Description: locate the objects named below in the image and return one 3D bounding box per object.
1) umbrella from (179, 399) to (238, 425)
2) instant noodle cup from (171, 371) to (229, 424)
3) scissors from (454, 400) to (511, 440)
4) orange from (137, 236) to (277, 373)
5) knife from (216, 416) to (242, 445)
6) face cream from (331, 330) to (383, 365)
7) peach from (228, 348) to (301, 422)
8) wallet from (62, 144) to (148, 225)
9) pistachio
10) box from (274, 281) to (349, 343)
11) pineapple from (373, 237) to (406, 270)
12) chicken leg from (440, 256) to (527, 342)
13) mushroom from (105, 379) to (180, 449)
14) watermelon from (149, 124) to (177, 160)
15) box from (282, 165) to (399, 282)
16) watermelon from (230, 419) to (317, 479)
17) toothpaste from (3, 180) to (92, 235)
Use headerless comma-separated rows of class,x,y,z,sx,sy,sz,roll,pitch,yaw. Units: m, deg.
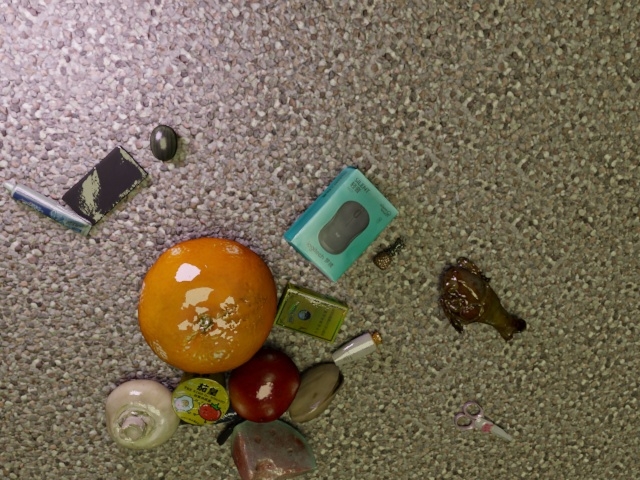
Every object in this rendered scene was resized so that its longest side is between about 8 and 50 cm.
umbrella,-0.402,0.607,1.975,0.249,0.071,0.070,-14,109,1
instant noodle cup,-0.388,0.488,1.890,0.182,0.144,0.182,-2,111,-6
scissors,0.621,0.695,2.163,0.242,0.030,0.118,31,102,-14
orange,-0.332,0.201,1.712,0.424,0.326,0.423,-3,107,-9
knife,-0.286,0.629,1.993,0.028,0.060,0.230,44,115,13
face cream,0.128,0.371,1.977,0.182,0.051,0.072,-26,105,0
peach,-0.181,0.471,1.872,0.244,0.199,0.243,-4,70,10
wallet,-0.640,-0.162,1.709,0.244,0.025,0.124,-40,107,8
pistachio,-0.017,0.518,1.961,0.238,0.153,0.137,-45,122,-25
box,-0.034,0.241,1.907,0.220,0.064,0.140,22,104,-13
pineapple,0.230,0.040,1.894,0.124,0.058,0.058,-47,108,-7
chicken leg,0.538,0.241,1.950,0.211,0.140,0.361,-43,105,-2
mushroom,-0.585,0.572,1.863,0.246,0.202,0.245,1,101,3
watermelon,-0.456,-0.281,1.672,0.078,0.078,0.110,0,108,-8
box,0.063,-0.052,1.771,0.311,0.118,0.205,-47,110,-5
watermelon,-0.178,0.752,1.979,0.319,0.226,0.148,29,129,-5
toothpaste,-0.802,-0.097,1.695,0.268,0.047,0.069,31,108,-17
